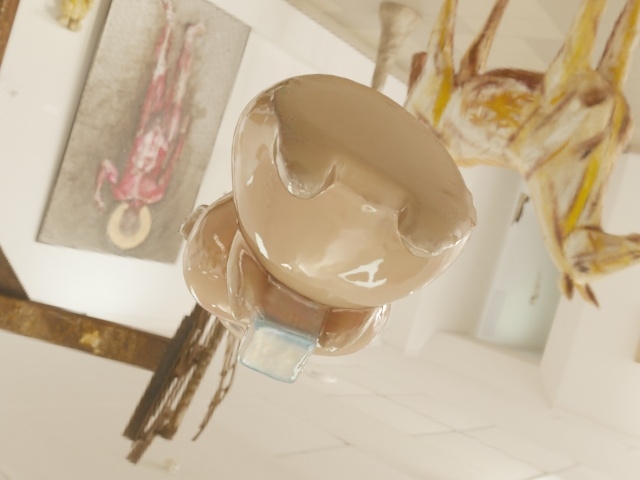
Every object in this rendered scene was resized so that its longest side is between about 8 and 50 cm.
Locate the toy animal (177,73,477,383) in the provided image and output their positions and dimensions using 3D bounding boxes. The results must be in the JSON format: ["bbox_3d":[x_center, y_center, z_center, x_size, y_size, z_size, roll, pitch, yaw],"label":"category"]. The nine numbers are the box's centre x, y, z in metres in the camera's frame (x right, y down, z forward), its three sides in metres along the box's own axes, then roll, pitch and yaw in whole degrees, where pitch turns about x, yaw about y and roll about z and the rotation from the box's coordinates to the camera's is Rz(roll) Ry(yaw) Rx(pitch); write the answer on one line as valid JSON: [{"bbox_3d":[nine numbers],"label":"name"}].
[{"bbox_3d":[-0.002,0.003,0.518,0.195,0.256,0.213,26,-140,-12],"label":"toy animal"}]
